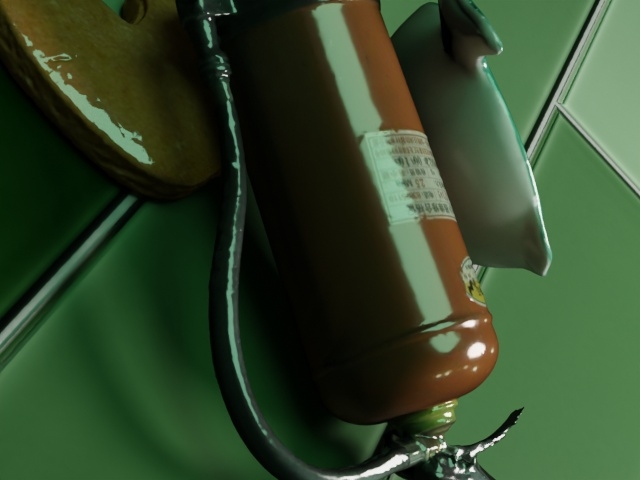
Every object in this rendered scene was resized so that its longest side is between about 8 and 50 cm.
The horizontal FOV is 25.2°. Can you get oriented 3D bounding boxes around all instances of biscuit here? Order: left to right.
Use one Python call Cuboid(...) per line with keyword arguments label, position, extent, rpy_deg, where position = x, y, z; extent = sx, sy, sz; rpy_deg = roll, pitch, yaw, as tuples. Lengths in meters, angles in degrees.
Cuboid(label="biscuit", position=(-0.114, -0.119, 0.905), extent=(0.186, 0.036, 0.192), rpy_deg=(49, 35, -2))

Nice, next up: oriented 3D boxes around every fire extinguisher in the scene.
Cuboid(label="fire extinguisher", position=(-0.002, 0.002, 0.855), extent=(0.200, 0.113, 0.376), rpy_deg=(-16, 80, -22))

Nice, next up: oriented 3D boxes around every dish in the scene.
Cuboid(label="dish", position=(0.076, -0.068, 0.975), extent=(0.246, 0.078, 0.224), rpy_deg=(77, -11, -54))
